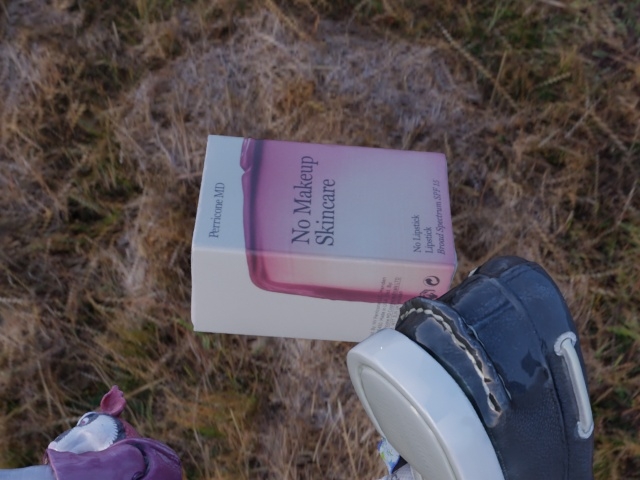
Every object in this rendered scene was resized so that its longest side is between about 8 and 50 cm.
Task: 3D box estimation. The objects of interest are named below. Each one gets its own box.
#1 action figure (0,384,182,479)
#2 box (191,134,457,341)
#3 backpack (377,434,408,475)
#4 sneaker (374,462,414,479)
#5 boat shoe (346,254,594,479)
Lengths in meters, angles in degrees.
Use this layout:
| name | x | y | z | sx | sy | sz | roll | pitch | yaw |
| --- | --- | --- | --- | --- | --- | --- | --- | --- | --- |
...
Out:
| name | x | y | z | sx | sy | sz | roll | pitch | yaw |
| --- | --- | --- | --- | --- | --- | --- | --- | --- | --- |
| action figure | -0.166 | 0.282 | 0.833 | 0.276 | 0.248 | 0.370 | -15 | 51 | 7 |
| box | 0.000 | 0.000 | 0.897 | 0.233 | 0.126 | 0.148 | 4 | 49 | -4 |
| backpack | 0.124 | 0.244 | 1.204 | 0.105 | 0.114 | 0.084 | -7 | 46 | -26 |
| sneaker | 0.125 | 0.237 | 0.803 | 0.170 | 0.075 | 0.063 | 37 | 20 | -15 |
| boat shoe | 0.101 | 0.128 | 0.497 | 0.091 | 0.302 | 0.114 | -36 | 53 | -14 |
